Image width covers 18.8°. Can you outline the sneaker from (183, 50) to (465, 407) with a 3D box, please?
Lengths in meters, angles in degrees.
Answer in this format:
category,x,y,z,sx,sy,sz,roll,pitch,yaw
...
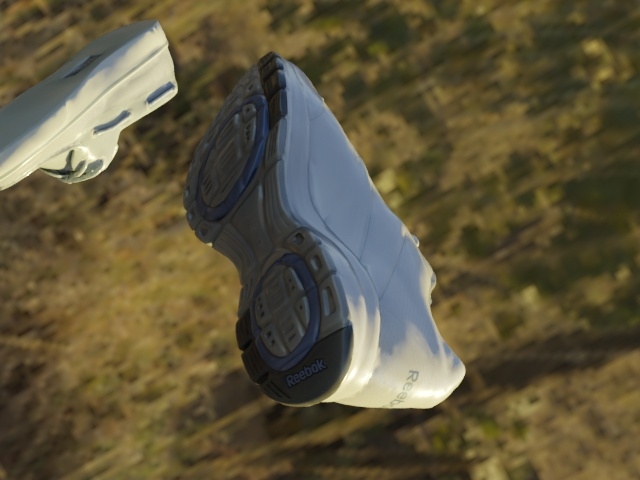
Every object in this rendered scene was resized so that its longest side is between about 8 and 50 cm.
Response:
category,x,y,z,sx,sy,sz,roll,pitch,yaw
sneaker,0.000,0.000,1.221,0.129,0.111,0.297,21,37,-34

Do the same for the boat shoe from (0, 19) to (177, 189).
category,x,y,z,sx,sy,sz,roll,pitch,yaw
boat shoe,-0.182,-0.088,1.484,0.227,0.079,0.081,-45,119,-42
